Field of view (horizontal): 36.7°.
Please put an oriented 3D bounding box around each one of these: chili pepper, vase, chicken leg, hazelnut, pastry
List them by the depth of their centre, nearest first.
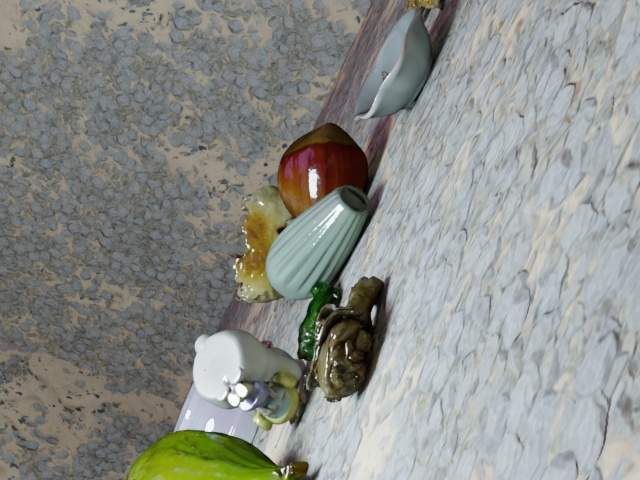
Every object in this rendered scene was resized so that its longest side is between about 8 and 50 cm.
[{"bbox_3d":[0.034,0.118,1.250,0.125,0.080,0.196,100,-172,-61],"label":"chicken leg"},{"bbox_3d":[-0.003,0.121,1.598,0.182,0.050,0.073,-73,2,-51],"label":"chili pepper"},{"bbox_3d":[0.000,0.000,1.682,0.248,0.128,0.128,-51,17,42],"label":"vase"},{"bbox_3d":[0.010,-0.110,1.814,0.181,0.181,0.212,-38,12,5],"label":"hazelnut"},{"bbox_3d":[-0.081,0.019,2.072,0.237,0.170,0.256,9,-85,-76],"label":"pastry"}]

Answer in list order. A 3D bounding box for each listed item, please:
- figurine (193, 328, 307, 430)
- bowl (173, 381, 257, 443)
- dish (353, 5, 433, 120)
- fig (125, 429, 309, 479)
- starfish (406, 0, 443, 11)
[{"bbox_3d":[-0.084,0.226,1.554,0.155,0.235,0.127,28,93,43],"label":"figurine"},{"bbox_3d":[-0.220,0.379,2.033,0.287,0.144,0.287,-157,90,-83],"label":"bowl"},{"bbox_3d":[0.142,-0.291,1.681,0.229,0.081,0.229,-61,10,19],"label":"dish"},{"bbox_3d":[-0.162,0.353,1.357,0.314,0.233,0.233,113,175,-55],"label":"fig"},{"bbox_3d":[0.205,-0.494,1.902,0.299,0.060,0.302,-65,8,-3],"label":"starfish"}]
